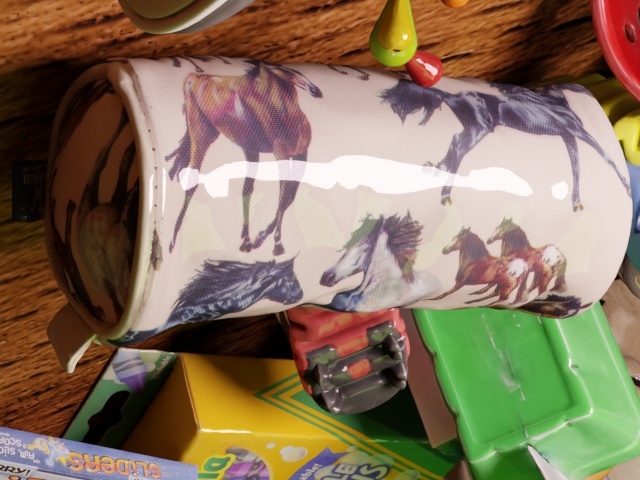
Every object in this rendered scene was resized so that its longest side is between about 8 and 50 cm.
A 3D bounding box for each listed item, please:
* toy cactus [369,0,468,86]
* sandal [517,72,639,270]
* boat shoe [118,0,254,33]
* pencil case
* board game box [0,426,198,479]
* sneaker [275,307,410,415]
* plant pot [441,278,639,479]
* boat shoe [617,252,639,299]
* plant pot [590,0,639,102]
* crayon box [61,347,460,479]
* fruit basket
[{"bbox_3d":[0.076,-0.187,0.996,0.180,0.112,0.219,23,130,-33],"label":"toy cactus"},{"bbox_3d":[0.249,-0.036,1.325,0.126,0.317,0.138,-19,124,-41],"label":"sandal"},{"bbox_3d":[0.018,-0.227,0.857,0.095,0.112,0.335,0,136,-48],"label":"boat shoe"},{"bbox_3d":[0.019,-0.020,1.117,0.410,0.160,0.183,-1,131,-36],"label":"pencil case"},{"bbox_3d":[-0.214,0.208,1.389,0.201,0.035,0.136,14,135,-22],"label":"board game box"},{"bbox_3d":[0.000,0.000,1.321,0.097,0.135,0.276,-18,132,-9],"label":"sneaker"},{"bbox_3d":[0.329,0.220,2.003,0.333,0.334,0.305,-17,141,-37],"label":"plant pot"},{"bbox_3d":[0.405,-0.078,1.746,0.324,0.123,0.116,-44,-168,0],"label":"boat shoe"},{"bbox_3d":[0.315,-0.185,1.280,0.174,0.191,0.191,-21,156,-53],"label":"plant pot"},{"bbox_3d":[-0.056,0.191,1.508,0.323,0.083,0.203,7,138,-30],"label":"crayon box"},{"bbox_3d":[0.175,0.113,1.512,0.165,0.327,0.353,-22,162,7],"label":"fruit basket"}]
